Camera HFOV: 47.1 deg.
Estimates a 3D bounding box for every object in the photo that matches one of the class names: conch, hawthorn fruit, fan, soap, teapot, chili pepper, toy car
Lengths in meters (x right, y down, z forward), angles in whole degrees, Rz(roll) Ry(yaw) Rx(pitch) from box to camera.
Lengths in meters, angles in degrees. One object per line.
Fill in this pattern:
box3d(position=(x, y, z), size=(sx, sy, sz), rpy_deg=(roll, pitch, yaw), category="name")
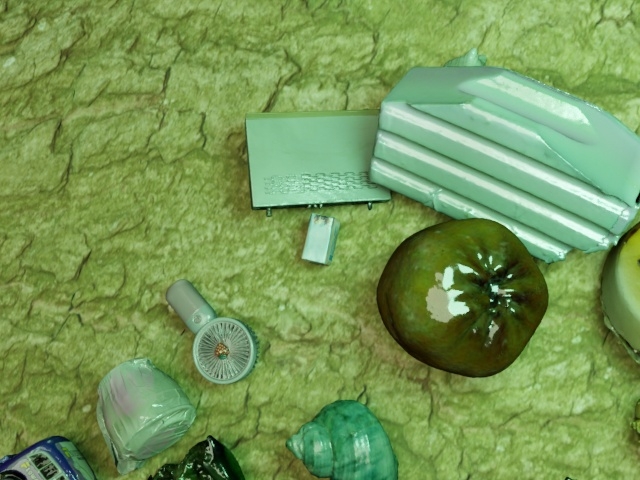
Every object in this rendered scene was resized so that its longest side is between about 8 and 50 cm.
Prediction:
box3d(position=(0.280, -0.302, 1.372), size=(0.234, 0.114, 0.137), rpy_deg=(39, 82, 21), category="conch")
box3d(position=(0.227, 0.101, 1.263), size=(0.268, 0.301, 0.268), rpy_deg=(1, 85, -16), category="hawthorn fruit")
box3d(position=(-0.222, 0.178, 1.464), size=(0.130, 0.074, 0.244), rpy_deg=(-46, 74, 6), category="fan")
box3d(position=(0.316, -0.140, 1.254), size=(0.446, 0.261, 0.156), rpy_deg=(27, 53, 16), category="soap")
box3d(position=(-0.356, 0.337, 1.462), size=(0.163, 0.221, 0.178), rpy_deg=(-24, 62, -29), category="teapot")
box3d(position=(-0.259, 0.496, 1.427), size=(0.264, 0.116, 0.148), rpy_deg=(-39, 87, 8), category="chili pepper")
box3d(position=(0.042, 0.388, 1.334), size=(0.202, 0.134, 0.196), rpy_deg=(13, 85, 15), category="conch")
box3d(position=(-0.532, 0.507, 1.468), size=(0.158, 0.172, 0.235), rpy_deg=(-36, 79, -7), category="toy car")

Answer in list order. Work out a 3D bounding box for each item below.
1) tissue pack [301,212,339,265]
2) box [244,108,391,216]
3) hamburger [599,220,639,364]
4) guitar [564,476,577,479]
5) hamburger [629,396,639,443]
box3d(position=(0.000, 0.000, 1.428), size=(0.059, 0.074, 0.094), rpy_deg=(12, 85, 9), category="tissue pack")
box3d(position=(-0.006, -0.152, 1.413), size=(0.270, 0.045, 0.211), rpy_deg=(-5, 82, -11), category="box")
box3d(position=(0.605, 0.083, 1.192), size=(0.302, 0.170, 0.302), rpy_deg=(-7, 61, 12), category="hamburger")
box3d(position=(0.362, 0.523, 1.281), size=(0.084, 0.038, 0.271), rpy_deg=(40, 95, 15), category="guitar")
box3d(position=(0.596, 0.290, 1.180), size=(0.182, 0.191, 0.118), rpy_deg=(8, 73, -25), category="hamburger")
